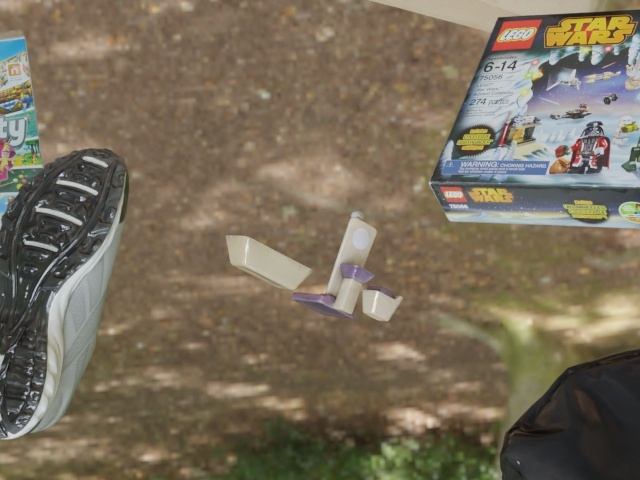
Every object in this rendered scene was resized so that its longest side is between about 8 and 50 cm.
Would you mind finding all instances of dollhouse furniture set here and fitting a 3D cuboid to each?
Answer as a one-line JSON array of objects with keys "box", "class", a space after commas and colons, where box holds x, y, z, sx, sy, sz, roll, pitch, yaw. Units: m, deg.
[{"box": [0.000, 0.000, 0.940, 0.114, 0.081, 0.091, 28, 165, -32], "class": "dollhouse furniture set"}]

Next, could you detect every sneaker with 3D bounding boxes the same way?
[{"box": [-0.239, 0.046, 1.150, 0.100, 0.272, 0.108, 18, 175, 18], "class": "sneaker"}]

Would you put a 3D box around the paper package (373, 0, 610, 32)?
[{"box": [0.135, -0.334, 1.149, 0.324, 0.309, 0.168, 18, 129, 11], "class": "paper package"}]

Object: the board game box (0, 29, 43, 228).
[{"box": [-0.438, -0.078, 1.475, 0.224, 0.304, 0.097, -11, -163, -19], "class": "board game box"}]

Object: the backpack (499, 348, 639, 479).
[{"box": [0.232, 0.225, 0.636, 0.290, 0.356, 0.273, 26, -137, 28], "class": "backpack"}]

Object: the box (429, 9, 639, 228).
[{"box": [0.120, -0.048, 0.490, 0.137, 0.094, 0.027, 3, 143, 32], "class": "box"}]
